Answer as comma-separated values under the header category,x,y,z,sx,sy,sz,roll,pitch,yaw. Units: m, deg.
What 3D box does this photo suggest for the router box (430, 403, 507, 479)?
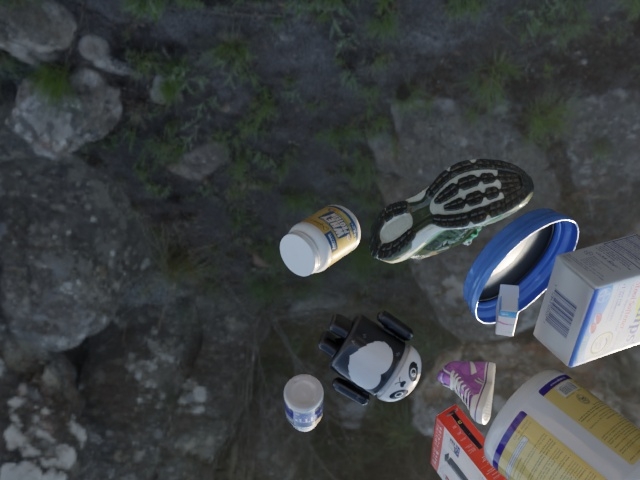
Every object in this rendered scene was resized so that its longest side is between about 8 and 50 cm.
category,x,y,z,sx,sy,sz,roll,pitch,yaw
router box,0.475,0.725,2.111,0.082,0.301,0.336,-25,140,-18

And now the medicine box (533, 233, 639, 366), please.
category,x,y,z,sx,sy,sz,roll,pitch,yaw
medicine box,0.734,0.153,1.742,0.289,0.149,0.264,-12,126,-22

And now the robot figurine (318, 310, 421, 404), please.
category,x,y,z,sx,sy,sz,roll,pitch,yaw
robot figurine,0.131,0.307,1.772,0.278,0.174,0.209,32,139,0

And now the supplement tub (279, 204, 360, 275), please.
category,x,y,z,sx,sy,sz,roll,pitch,yaw
supplement tub,0.000,0.000,1.822,0.199,0.144,0.144,-33,-178,-43

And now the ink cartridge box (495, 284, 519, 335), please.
category,x,y,z,sx,sy,sz,roll,pitch,yaw
ink cartridge box,0.512,0.193,1.846,0.052,0.089,0.123,4,141,12

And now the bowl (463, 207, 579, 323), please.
category,x,y,z,sx,sy,sz,roll,pitch,yaw
bowl,0.573,0.073,1.938,0.391,0.077,0.391,-24,141,-22

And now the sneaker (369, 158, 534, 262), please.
category,x,y,z,sx,sy,sz,roll,pitch,yaw
sneaker,0.306,-0.053,1.508,0.182,0.158,0.410,17,150,-41

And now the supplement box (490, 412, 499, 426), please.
category,x,y,z,sx,sy,sz,roll,pitch,yaw
supplement box,0.716,0.697,2.358,0.233,0.080,0.078,43,139,12

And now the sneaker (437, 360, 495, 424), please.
category,x,y,z,sx,sy,sz,roll,pitch,yaw
sneaker,0.406,0.424,1.899,0.160,0.102,0.282,6,-166,15

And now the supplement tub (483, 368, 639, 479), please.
category,x,y,z,sx,sy,sz,roll,pitch,yaw
supplement tub,0.507,0.431,1.276,0.241,0.331,0.241,-28,138,-28

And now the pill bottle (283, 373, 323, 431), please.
category,x,y,z,sx,sy,sz,roll,pitch,yaw
pill bottle,-0.047,0.470,1.914,0.111,0.112,0.187,1,143,1
